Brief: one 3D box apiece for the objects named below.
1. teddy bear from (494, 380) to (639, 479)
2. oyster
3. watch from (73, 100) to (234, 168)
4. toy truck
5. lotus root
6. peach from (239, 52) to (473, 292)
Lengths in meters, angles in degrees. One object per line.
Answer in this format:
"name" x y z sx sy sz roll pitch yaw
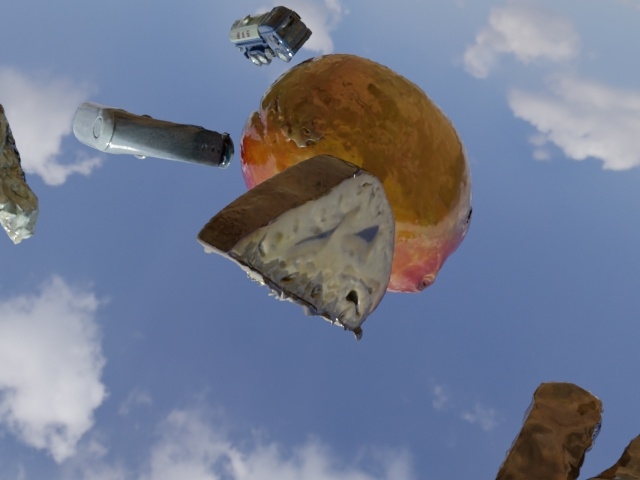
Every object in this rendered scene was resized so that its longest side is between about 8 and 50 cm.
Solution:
"teddy bear" 0.239 0.316 0.617 0.296 0.223 0.246 -38 -146 -29
"oyster" -0.272 -0.085 0.478 0.064 0.177 0.125 -21 -136 7
"watch" -0.239 -0.146 0.930 0.193 0.068 0.206 8 -174 -39
"toy truck" -0.098 -0.381 1.208 0.074 0.088 0.201 -51 -148 -12
"lotus root" 0.000 0.000 0.680 0.074 0.261 0.170 28 -103 36
"peach" 0.063 -0.096 0.963 0.372 0.290 0.373 42 -170 -9
